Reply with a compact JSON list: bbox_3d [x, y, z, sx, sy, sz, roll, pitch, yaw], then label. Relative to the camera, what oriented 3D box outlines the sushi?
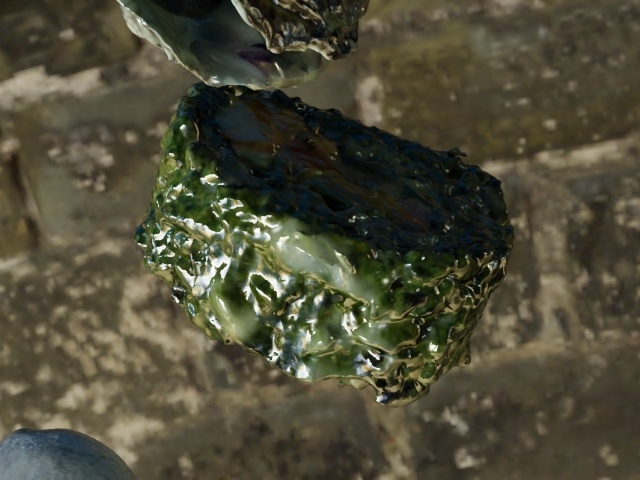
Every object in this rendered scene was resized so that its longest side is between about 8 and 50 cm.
[{"bbox_3d":[0.000,0.000,1.300,0.351,0.178,0.294,22,25,3],"label":"sushi"}]

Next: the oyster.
[{"bbox_3d":[-0.041,-0.192,0.951,0.158,0.162,0.351,-5,13,13],"label":"oyster"}]

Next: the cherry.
[{"bbox_3d":[-0.341,0.379,1.792,0.255,0.218,0.296,-28,57,7],"label":"cherry"}]
